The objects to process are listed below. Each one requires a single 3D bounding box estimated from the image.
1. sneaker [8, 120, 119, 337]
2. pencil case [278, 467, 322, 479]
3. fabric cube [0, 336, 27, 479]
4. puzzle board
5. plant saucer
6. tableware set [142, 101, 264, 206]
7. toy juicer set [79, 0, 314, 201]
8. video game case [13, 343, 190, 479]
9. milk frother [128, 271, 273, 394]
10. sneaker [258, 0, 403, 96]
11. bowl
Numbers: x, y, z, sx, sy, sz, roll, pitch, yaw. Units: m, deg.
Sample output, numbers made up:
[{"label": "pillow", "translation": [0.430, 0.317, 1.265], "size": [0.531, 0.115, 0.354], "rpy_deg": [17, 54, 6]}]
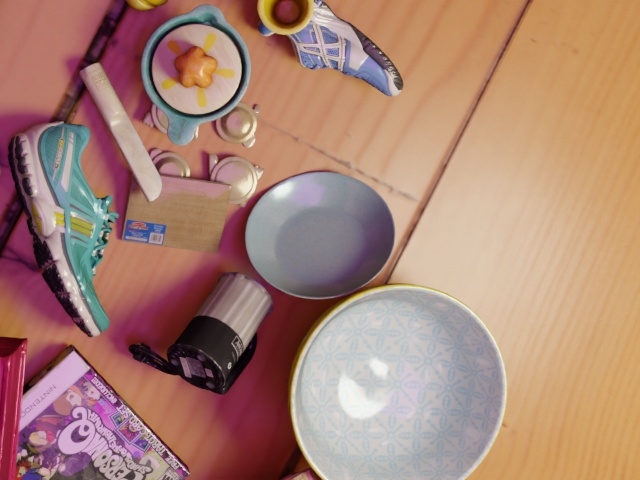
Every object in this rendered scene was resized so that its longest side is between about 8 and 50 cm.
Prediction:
[{"label": "sneaker", "translation": [-0.301, -0.013, 1.705], "size": [0.110, 0.107, 0.275], "rpy_deg": [-17, 101, -21]}, {"label": "pencil case", "translation": [0.035, 0.472, 1.749], "size": [0.167, 0.160, 0.386], "rpy_deg": [-34, 76, 2]}, {"label": "fabric cube", "translation": [-0.486, 0.232, 1.580], "size": [0.258, 0.259, 0.254], "rpy_deg": [4, 89, -8]}, {"label": "puzzle board", "translation": [-0.185, -0.037, 1.763], "size": [0.128, 0.011, 0.096], "rpy_deg": [8, 112, -15]}, {"label": "plant saucer", "translation": [0.000, 0.000, 1.774], "size": [0.195, 0.037, 0.195], "rpy_deg": [-1, 57, 2]}, {"label": "tableware set", "translation": [-0.150, -0.121, 1.768], "size": [0.169, 0.020, 0.141], "rpy_deg": [9, 96, -17]}, {"label": "toy juicer set", "translation": [-0.181, -0.234, 1.683], "size": [0.209, 0.089, 0.329], "rpy_deg": [42, 93, -1]}, {"label": "video game case", "translation": [-0.320, 0.287, 1.766], "size": [0.210, 0.042, 0.232], "rpy_deg": [-41, 105, -5]}, {"label": "milk frother", "translation": [-0.156, 0.116, 1.764], "size": [0.143, 0.129, 0.134], "rpy_deg": [25, 52, 11]}, {"label": "sneaker", "translation": [0.014, -0.248, 1.770], "size": [0.211, 0.080, 0.081], "rpy_deg": [36, 94, -6]}, {"label": "bowl", "translation": [0.083, 0.187, 1.798], "size": [0.290, 0.156, 0.289], "rpy_deg": [-2, 98, -14]}]
